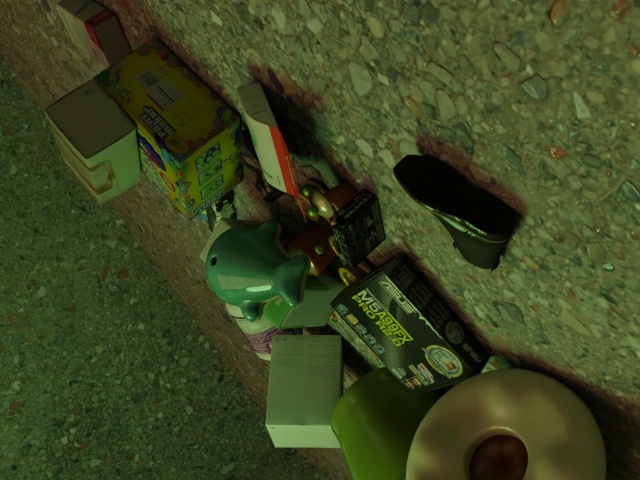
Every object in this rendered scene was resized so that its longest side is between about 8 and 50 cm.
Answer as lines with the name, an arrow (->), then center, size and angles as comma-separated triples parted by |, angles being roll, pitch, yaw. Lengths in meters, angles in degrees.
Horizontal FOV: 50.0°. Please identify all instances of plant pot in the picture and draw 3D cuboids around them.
plant pot -> 0.211, 0.487, 1.581 | 0.353, 0.366, 0.366 | 47, 163, 43

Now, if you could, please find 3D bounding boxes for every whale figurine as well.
whale figurine -> -0.135, 0.059, 1.405 | 0.141, 0.216, 0.272 | 14, 180, -39

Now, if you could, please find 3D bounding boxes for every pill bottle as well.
pill bottle -> -0.183, 0.204, 2.066 | 0.169, 0.169, 0.302 | 22, 146, 50

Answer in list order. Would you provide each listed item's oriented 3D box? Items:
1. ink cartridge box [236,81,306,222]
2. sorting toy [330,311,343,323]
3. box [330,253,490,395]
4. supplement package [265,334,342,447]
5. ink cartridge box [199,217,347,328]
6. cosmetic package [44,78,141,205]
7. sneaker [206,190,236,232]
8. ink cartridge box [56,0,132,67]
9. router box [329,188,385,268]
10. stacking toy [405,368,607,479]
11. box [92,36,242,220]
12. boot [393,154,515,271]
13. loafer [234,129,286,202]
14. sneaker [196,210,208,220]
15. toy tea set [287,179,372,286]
ink cartridge box -> -0.092, -0.160, 1.286 | 0.181, 0.056, 0.225 | 76, 175, -50
sorting toy -> 0.033, 0.200, 1.842 | 0.062, 0.012, 0.083 | 26, 149, 45
box -> 0.171, 0.177, 1.369 | 0.270, 0.060, 0.216 | 48, 145, -4
supplement package -> -0.037, 0.426, 1.936 | 0.199, 0.263, 0.198 | -1, 147, 4
ink cartridge box -> -0.111, 0.074, 1.624 | 0.289, 0.122, 0.211 | 38, -164, 27
cosmetic package -> -0.505, -0.211, 1.555 | 0.153, 0.129, 0.296 | 49, 160, 6
sneaker -> -0.291, -0.095, 1.903 | 0.106, 0.078, 0.234 | 46, 156, 18
ink cartridge box -> -0.560, -0.521, 1.703 | 0.175, 0.072, 0.127 | 37, 157, 30
router box -> 0.070, -0.021, 1.271 | 0.038, 0.092, 0.122 | 33, 154, 36
stacking toy -> 0.409, 0.486, 1.259 | 0.480, 0.351, 0.350 | 45, 165, -35
box -> -0.339, -0.249, 1.586 | 0.290, 0.177, 0.279 | 44, 160, 14
boot -> 0.193, -0.033, 1.038 | 0.198, 0.077, 0.137 | 41, 163, 25
loafer -> -0.125, -0.168, 1.482 | 0.061, 0.062, 0.170 | -26, 100, 29
sneaker -> -0.397, -0.131, 2.029 | 0.240, 0.091, 0.126 | 38, 157, 25
toy tea set -> 0.000, 0.000, 1.402 | 0.200, 0.124, 0.336 | 36, 156, 31
